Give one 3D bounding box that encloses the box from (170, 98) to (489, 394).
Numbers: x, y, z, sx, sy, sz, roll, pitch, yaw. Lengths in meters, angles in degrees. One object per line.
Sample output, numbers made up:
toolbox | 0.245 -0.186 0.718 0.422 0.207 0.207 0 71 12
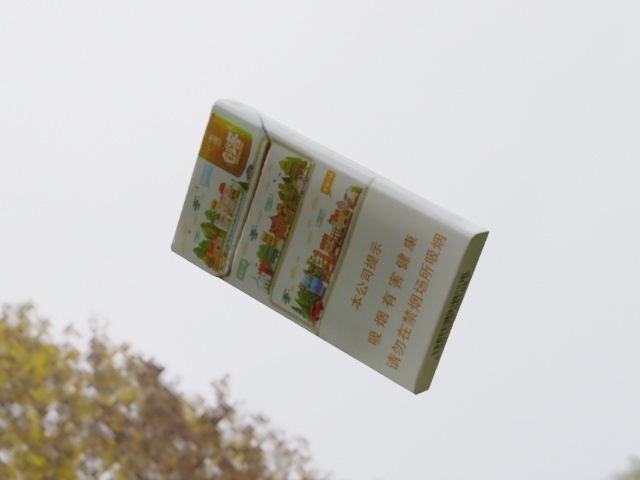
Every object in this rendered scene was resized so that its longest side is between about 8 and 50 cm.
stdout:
box | 0.000 0.000 1.115 0.032 0.220 0.122 -12 -54 -55
